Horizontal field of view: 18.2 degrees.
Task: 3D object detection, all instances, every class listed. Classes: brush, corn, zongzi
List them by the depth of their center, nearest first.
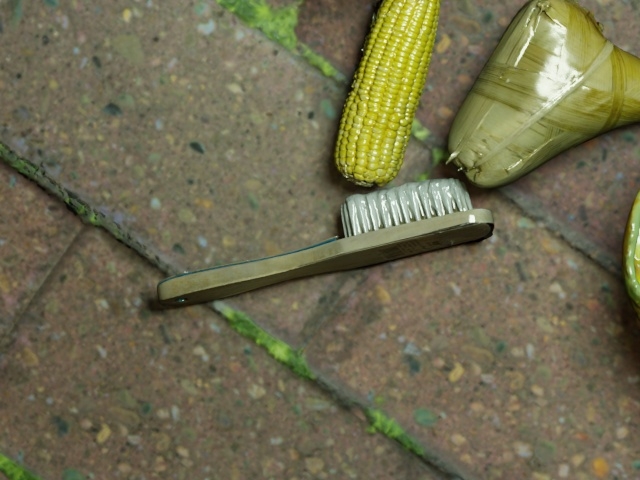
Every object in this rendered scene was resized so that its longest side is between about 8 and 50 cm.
[{"bbox_3d":[0.233,-0.109,1.853,0.197,0.099,0.194,32,96,-7],"label":"zongzi"},{"bbox_3d":[0.064,-0.149,1.869,0.072,0.072,0.203,16,96,2],"label":"corn"},{"bbox_3d":[0.000,0.000,1.893,0.327,0.070,0.065,-14,76,6],"label":"brush"}]

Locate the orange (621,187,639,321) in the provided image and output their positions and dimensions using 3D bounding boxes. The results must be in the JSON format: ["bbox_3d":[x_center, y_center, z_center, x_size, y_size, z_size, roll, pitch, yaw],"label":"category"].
[{"bbox_3d":[0.419,0.043,1.802,0.262,0.196,0.334,-39,96,-9],"label":"orange"}]
